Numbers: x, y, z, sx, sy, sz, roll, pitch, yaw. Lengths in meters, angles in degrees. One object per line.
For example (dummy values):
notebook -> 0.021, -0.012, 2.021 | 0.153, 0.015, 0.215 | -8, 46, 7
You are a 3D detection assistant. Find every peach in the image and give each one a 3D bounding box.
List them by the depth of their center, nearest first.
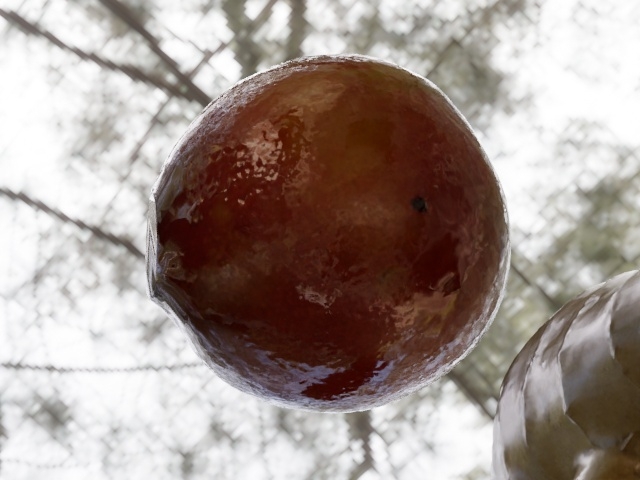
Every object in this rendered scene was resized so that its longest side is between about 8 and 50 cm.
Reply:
peach -> 0.000, 0.000, 1.658 | 0.388, 0.388, 0.388 | 30, -147, -23

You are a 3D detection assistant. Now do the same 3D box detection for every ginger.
ginger -> 0.189, 0.095, 0.995 | 0.166, 0.375, 0.236 | 30, -109, 12
